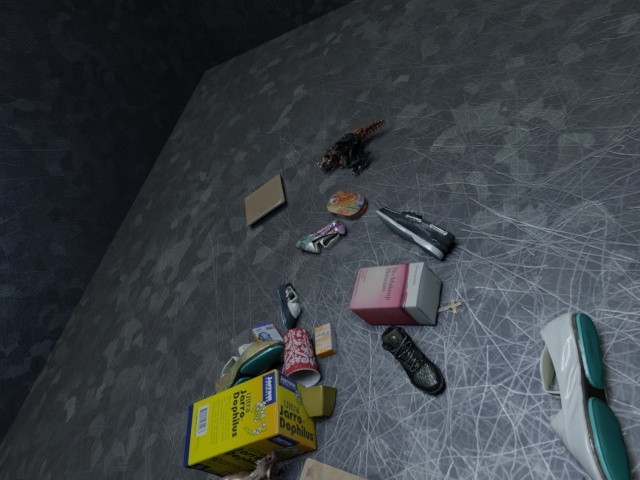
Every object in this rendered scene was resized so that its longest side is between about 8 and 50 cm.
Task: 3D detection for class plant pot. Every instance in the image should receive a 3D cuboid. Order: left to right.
[{"bbox_3d":[-0.004,0.487,1.394,0.081,0.081,0.083,-20,59,28],"label":"plant pot"}]

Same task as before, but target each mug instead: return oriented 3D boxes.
[{"bbox_3d":[-0.085,0.387,1.515,0.150,0.113,0.169,-27,41,12],"label":"mug"}]

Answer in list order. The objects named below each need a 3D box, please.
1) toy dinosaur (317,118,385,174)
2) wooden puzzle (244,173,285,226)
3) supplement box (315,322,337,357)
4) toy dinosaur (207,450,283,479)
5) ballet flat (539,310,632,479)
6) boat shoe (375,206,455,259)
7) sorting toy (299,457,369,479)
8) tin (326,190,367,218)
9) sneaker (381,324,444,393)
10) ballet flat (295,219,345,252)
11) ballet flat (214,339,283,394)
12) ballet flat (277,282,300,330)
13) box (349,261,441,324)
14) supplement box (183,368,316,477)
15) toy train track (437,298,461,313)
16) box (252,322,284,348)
[{"bbox_3d":[0.120,-0.403,1.947,0.322,0.164,0.218,-56,20,23],"label":"toy dinosaur"},{"bbox_3d":[-0.261,-0.186,2.175,0.221,0.044,0.238,-32,38,18],"label":"wooden puzzle"},{"bbox_3d":[0.017,0.330,1.528,0.062,0.036,0.098,-25,45,23],"label":"supplement box"},{"bbox_3d":[-0.222,0.718,1.358,0.296,0.200,0.127,-38,76,50],"label":"toy dinosaur"},{"bbox_3d":[0.556,0.347,1.006,0.139,0.139,0.400,-16,45,31],"label":"ballet flat"},{"bbox_3d":[0.309,-0.044,1.527,0.091,0.114,0.302,-50,53,-2],"label":"boat shoe"},{"bbox_3d":[0.044,0.720,1.157,0.255,0.089,0.257,-1,58,40],"label":"sorting toy"},{"bbox_3d":[0.103,-0.140,1.828,0.190,0.040,0.106,18,67,47],"label":"tin"},{"bbox_3d":[0.241,0.321,1.276,0.087,0.130,0.227,-43,43,8],"label":"sneaker"},{"bbox_3d":[0.000,0.000,1.786,0.221,0.077,0.079,-29,63,20],"label":"ballet flat"},{"bbox_3d":[-0.256,0.423,1.573,0.348,0.123,0.123,-52,37,23],"label":"ballet flat"},{"bbox_3d":[-0.111,0.233,1.692,0.074,0.074,0.203,-34,40,15],"label":"ballet flat"},{"bbox_3d":[0.227,0.165,1.404,0.232,0.127,0.148,-10,52,39],"label":"box"},{"bbox_3d":[-0.216,0.569,1.417,0.357,0.194,0.195,-28,44,21],"label":"supplement box"},{"bbox_3d":[0.370,0.194,1.352,0.083,0.014,0.048,-24,46,26],"label":"toy train track"},{"bbox_3d":[-0.189,0.348,1.662,0.136,0.081,0.028,41,133,51],"label":"box"}]
